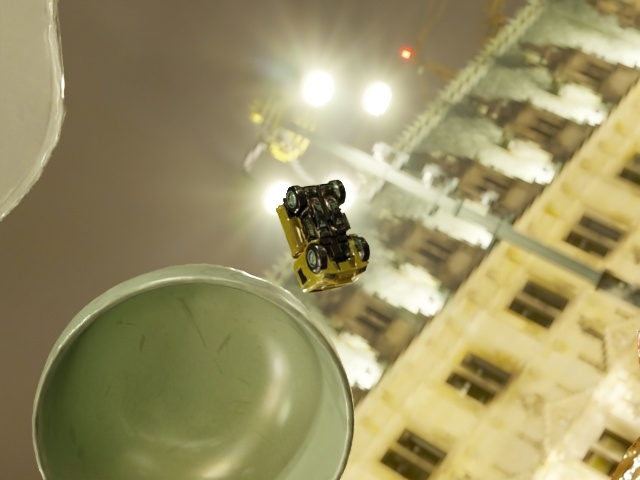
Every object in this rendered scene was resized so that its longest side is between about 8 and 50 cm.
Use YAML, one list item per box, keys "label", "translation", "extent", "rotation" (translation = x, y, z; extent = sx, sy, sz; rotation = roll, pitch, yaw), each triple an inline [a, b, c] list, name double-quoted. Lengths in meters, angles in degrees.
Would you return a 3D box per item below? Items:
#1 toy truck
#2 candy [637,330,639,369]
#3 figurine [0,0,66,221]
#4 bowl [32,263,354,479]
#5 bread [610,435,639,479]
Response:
- label: "toy truck"
  translation: [0.000, 0.000, 0.978]
  extent: [0.049, 0.083, 0.054]
  rotation: [-10, -20, -32]
- label: "candy"
  translation: [0.371, 0.106, 1.226]
  extent: [0.062, 0.121, 0.038]
  rotation: [41, -133, -69]
- label: "figurine"
  translation: [-0.214, -0.100, 0.689]
  extent: [0.250, 0.166, 0.141]
  rotation: [-60, 12, 14]
- label: "bowl"
  translation: [-0.125, 0.156, 1.264]
  extent: [0.163, 0.307, 0.307]
  rotation: [-105, 32, -70]
- label: "bread"
  translation: [0.393, 0.253, 1.365]
  extent: [0.199, 0.104, 0.199]
  rotation: [-54, -5, -8]
